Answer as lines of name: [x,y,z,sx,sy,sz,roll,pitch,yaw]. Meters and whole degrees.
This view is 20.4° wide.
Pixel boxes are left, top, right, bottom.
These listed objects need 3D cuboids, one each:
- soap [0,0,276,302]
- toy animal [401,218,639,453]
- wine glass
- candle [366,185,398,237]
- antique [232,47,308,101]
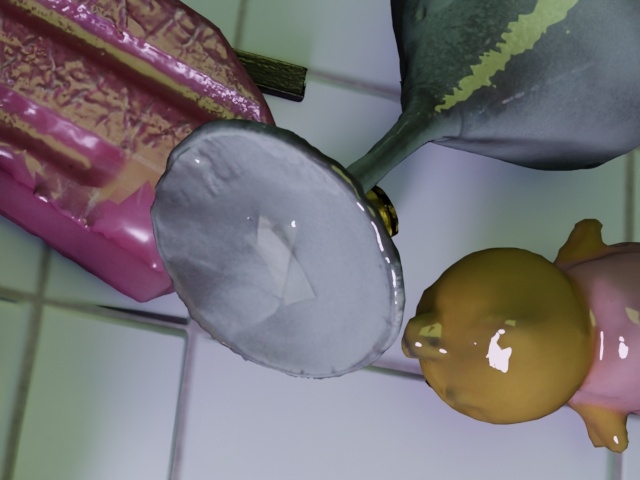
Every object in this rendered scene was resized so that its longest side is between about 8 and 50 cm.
soap: [-0.182,-0.108,1.413,0.325,0.127,0.220,31,72,-4]
toy animal: [0.192,0.077,1.437,0.281,0.169,0.195,-2,81,-18]
wine glass: [0.071,-0.085,1.338,0.267,0.267,0.406,46,44,4]
candle: [0.000,0.000,1.475,0.131,0.052,0.052,-26,79,-21]
antique: [-0.104,-0.157,1.521,0.192,0.015,0.031,15,69,-11]
